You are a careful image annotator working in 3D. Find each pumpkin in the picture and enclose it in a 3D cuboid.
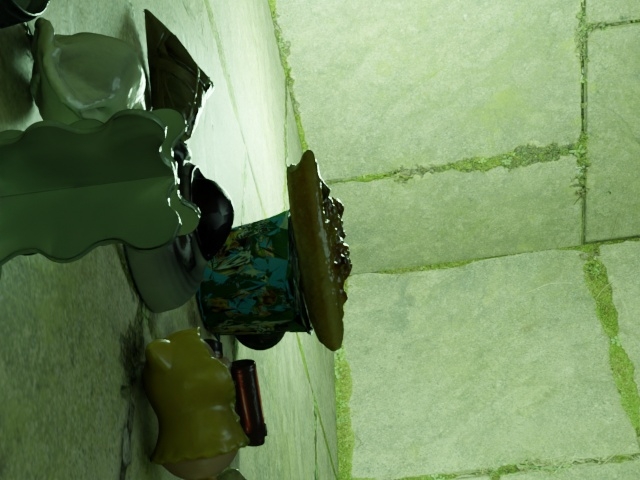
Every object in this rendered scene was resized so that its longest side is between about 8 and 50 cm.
[{"bbox_3d":[-0.115,0.133,2.108,0.167,0.125,0.167,15,90,-75],"label":"pumpkin"}]

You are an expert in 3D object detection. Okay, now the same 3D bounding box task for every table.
[{"bbox_3d":[-0.217,-0.047,0.951,0.166,0.198,0.166,-7,90,-84],"label":"table"}]

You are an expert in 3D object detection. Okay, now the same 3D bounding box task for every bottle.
[{"bbox_3d":[-0.136,0.308,2.006,0.060,0.060,0.164,-71,154,-77],"label":"bottle"}]

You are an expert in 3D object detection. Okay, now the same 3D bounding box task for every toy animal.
[{"bbox_3d":[-0.171,0.236,1.426,0.156,0.156,0.229,39,33,-82],"label":"toy animal"}]

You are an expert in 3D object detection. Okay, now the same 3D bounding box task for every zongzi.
[{"bbox_3d":[-0.248,-0.245,1.651,0.178,0.081,0.189,58,29,-32],"label":"zongzi"}]

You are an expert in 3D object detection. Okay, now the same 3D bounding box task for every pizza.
[{"bbox_3d":[-0.001,0.021,1.846,0.257,0.087,0.268,67,17,-56],"label":"pizza"}]

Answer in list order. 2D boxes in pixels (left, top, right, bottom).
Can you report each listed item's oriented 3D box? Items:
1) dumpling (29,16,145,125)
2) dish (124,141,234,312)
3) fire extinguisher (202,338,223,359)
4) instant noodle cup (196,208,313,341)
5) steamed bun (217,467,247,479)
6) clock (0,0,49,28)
[{"bbox_3d":[-0.262,-0.182,1.155,0.151,0.124,0.229,52,2,-2],"label":"dumpling"},{"bbox_3d":[-0.192,-0.038,1.547,0.273,0.134,0.273,-9,90,-84],"label":"dish"},{"bbox_3d":[-0.180,0.248,1.706,0.062,0.050,0.177,16,57,-38],"label":"fire extinguisher"},{"bbox_3d":[-0.118,0.068,1.892,0.240,0.178,0.240,-8,90,-84],"label":"instant noodle cup"},{"bbox_3d":[-0.114,0.516,1.718,0.212,0.111,0.231,-88,166,-57],"label":"steamed bun"},{"bbox_3d":[-0.322,-0.322,1.045,0.226,0.049,0.225,-7,90,-83],"label":"clock"}]
